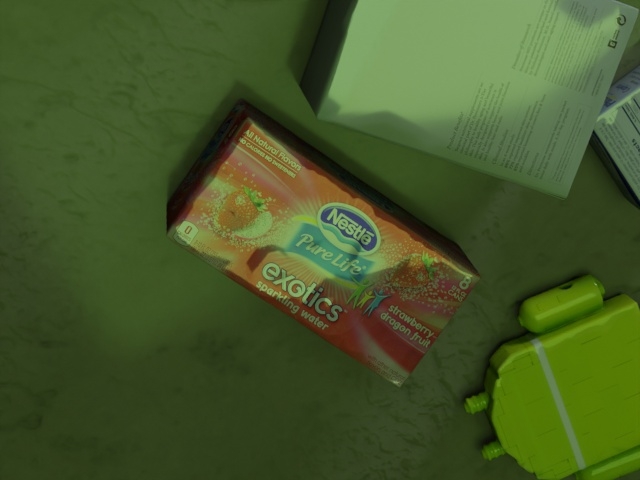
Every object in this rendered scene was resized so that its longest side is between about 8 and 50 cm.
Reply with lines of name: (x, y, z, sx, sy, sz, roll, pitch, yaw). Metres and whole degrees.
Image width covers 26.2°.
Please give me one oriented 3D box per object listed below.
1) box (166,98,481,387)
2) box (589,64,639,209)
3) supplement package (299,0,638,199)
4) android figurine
box: (0.000, 0.000, 1.454, 0.300, 0.142, 0.154, 35, 98, -13)
box: (0.367, -0.123, 1.496, 0.137, 0.072, 0.126, -35, 105, 3)
supplement package: (0.139, -0.191, 1.390, 0.262, 0.198, 0.199, 17, 103, -10)
android figurine: (0.300, 0.169, 1.573, 0.272, 0.056, 0.248, -24, 106, 0)
